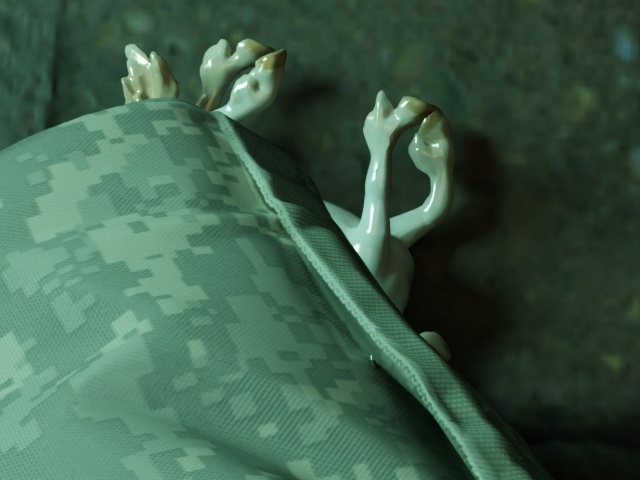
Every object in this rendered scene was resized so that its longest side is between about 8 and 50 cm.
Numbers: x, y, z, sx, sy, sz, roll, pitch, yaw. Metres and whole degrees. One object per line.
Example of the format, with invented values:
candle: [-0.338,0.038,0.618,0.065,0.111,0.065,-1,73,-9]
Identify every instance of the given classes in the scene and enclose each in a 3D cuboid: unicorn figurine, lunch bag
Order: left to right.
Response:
lunch bag: [-0.044,0.127,0.491,0.256,0.212,0.305,-51,40,11]
unicorn figurine: [0.000,0.000,0.650,0.162,0.060,0.111,21,93,20]
